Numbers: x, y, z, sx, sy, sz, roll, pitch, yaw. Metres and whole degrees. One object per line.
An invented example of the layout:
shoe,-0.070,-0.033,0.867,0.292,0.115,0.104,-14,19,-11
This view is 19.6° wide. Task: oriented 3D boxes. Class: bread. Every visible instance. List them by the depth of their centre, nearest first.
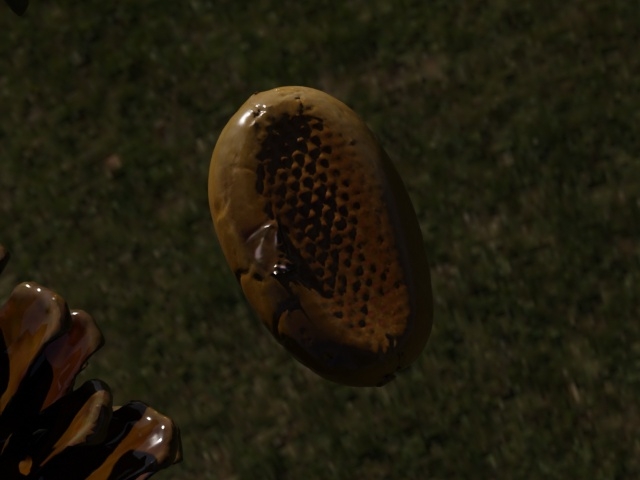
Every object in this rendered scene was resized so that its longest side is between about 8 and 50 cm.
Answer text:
bread,0.000,0.000,1.090,0.114,0.077,0.189,-19,80,-20

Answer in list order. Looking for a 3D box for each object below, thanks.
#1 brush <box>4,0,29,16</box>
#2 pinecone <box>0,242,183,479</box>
brush,-0.279,-0.257,1.438,0.028,0.190,0.034,-22,31,25
pinecone,-0.252,0.155,1.143,0.384,0.384,0.384,-11,47,12
